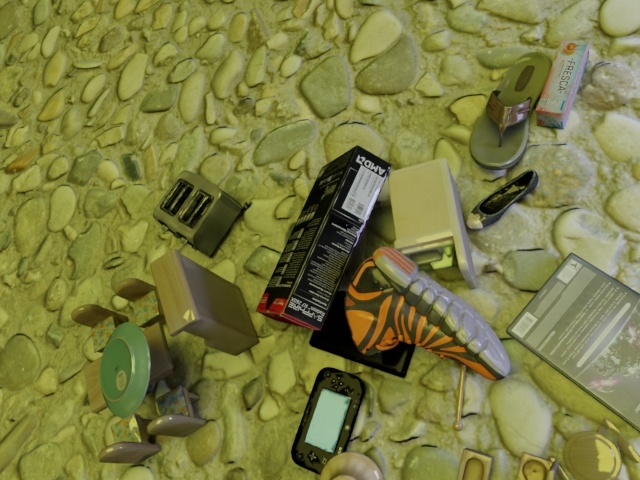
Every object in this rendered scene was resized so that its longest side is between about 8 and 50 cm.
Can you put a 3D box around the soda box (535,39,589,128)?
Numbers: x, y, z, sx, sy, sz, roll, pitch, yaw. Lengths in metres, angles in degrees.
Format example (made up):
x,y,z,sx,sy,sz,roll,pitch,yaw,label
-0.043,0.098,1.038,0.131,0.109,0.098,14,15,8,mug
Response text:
x,y,z,sx,sy,sz,roll,pitch,yaw,label
0.510,-0.329,1.160,0.058,0.063,0.183,18,77,29,soda box

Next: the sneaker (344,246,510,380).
x,y,z,sx,sy,sz,roll,pitch,yaw,label
0.182,0.172,1.026,0.321,0.124,0.180,42,114,11,sneaker

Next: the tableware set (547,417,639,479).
x,y,z,sx,sy,sz,roll,pitch,yaw,label
0.476,0.396,0.878,0.128,0.039,0.194,-43,51,16,tableware set

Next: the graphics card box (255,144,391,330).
x,y,z,sx,sy,sz,roll,pitch,yaw,label
0.000,0.000,1.156,0.094,0.233,0.371,26,77,-14,graphics card box

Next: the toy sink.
x,y,z,sx,sy,sz,roll,pitch,yaw,label
0.220,-0.017,1.105,0.131,0.153,0.234,-14,64,18,toy sink

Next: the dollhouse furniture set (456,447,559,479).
x,y,z,sx,sy,sz,roll,pitch,yaw,label
0.289,0.411,0.892,0.151,0.123,0.144,11,82,28,dollhouse furniture set

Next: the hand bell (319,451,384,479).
x,y,z,sx,sy,sz,roll,pitch,yaw,label
0.035,0.439,0.924,0.126,0.242,0.126,-3,77,11,hand bell

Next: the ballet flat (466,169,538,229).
x,y,z,sx,sy,sz,roll,pitch,yaw,label
0.368,-0.087,1.127,0.173,0.049,0.057,-40,57,4,ballet flat

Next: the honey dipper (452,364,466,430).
x,y,z,sx,sy,sz,roll,pitch,yaw,label
0.265,0.273,1.030,0.030,0.030,0.160,2,71,25,honey dipper

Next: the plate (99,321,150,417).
x,y,z,sx,sy,sz,roll,pitch,yaw,label
-0.403,0.258,1.107,0.188,0.024,0.188,-11,73,39,plate

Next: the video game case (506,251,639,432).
x,y,z,sx,sy,sz,roll,pitch,yaw,label
0.502,0.171,0.970,0.274,0.026,0.196,39,88,31,video game case

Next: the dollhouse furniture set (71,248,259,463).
x,y,z,sx,sy,sz,roll,pitch,yaw,label
-0.377,0.228,1.204,0.394,0.256,0.362,-31,59,9,dollhouse furniture set

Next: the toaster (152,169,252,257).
x,y,z,sx,sy,sz,roll,pitch,yaw,label
-0.303,-0.073,1.388,0.168,0.110,0.185,30,82,30,toaster

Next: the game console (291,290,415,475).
x,y,z,sx,sy,sz,roll,pitch,yaw,label
0.056,0.288,1.110,0.213,0.044,0.361,13,75,28,game console

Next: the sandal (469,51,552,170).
x,y,z,sx,sy,sz,roll,pitch,yaw,label
0.400,-0.288,1.178,0.120,0.086,0.302,17,76,29,sandal
